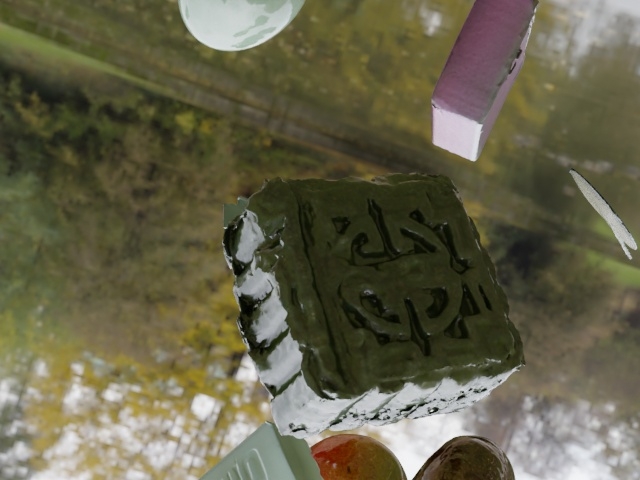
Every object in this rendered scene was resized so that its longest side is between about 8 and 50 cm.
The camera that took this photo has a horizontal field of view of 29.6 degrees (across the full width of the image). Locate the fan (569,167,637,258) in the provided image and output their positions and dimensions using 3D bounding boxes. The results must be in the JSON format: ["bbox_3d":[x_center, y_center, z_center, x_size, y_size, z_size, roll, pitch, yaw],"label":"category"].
[{"bbox_3d":[0.327,-0.021,1.363,0.175,0.005,0.113,47,-173,-50],"label":"fan"}]

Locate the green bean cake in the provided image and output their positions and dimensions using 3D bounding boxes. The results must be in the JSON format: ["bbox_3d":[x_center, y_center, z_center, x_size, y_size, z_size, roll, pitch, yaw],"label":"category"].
[{"bbox_3d":[0.047,0.057,1.194,0.255,0.241,0.132,-2,154,-30],"label":"green bean cake"}]

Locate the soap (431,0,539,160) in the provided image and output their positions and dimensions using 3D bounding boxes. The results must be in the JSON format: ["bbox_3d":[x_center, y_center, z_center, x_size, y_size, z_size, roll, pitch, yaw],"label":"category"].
[{"bbox_3d":[0.214,-0.219,1.614,0.081,0.181,0.259,25,177,7],"label":"soap"}]

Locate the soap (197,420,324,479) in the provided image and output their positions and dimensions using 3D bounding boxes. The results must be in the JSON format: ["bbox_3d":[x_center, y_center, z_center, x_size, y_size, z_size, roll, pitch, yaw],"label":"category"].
[{"bbox_3d":[-0.094,0.346,1.650,0.066,0.198,0.119,19,-145,-50],"label":"soap"}]

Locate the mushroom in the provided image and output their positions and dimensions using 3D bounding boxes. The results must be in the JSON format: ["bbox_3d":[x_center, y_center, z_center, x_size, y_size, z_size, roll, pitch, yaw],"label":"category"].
[{"bbox_3d":[0.155,0.366,1.551,0.254,0.267,0.267,30,-178,0],"label":"mushroom"}]

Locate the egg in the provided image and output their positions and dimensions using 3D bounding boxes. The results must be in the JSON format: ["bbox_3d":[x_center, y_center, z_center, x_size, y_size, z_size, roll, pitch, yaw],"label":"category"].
[{"bbox_3d":[-0.090,-0.312,1.444,0.149,0.192,0.149,33,-153,-19],"label":"egg"}]

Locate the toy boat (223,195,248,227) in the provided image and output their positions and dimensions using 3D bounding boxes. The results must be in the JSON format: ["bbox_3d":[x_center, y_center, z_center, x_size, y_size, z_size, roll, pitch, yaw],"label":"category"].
[{"bbox_3d":[0.000,0.000,1.720,0.291,0.220,0.067,23,137,-8],"label":"toy boat"}]

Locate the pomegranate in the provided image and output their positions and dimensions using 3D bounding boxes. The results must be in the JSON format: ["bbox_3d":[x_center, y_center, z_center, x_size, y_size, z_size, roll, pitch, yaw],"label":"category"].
[{"bbox_3d":[0.063,0.430,2.021,0.257,0.221,0.221,-6,171,25],"label":"pomegranate"}]
